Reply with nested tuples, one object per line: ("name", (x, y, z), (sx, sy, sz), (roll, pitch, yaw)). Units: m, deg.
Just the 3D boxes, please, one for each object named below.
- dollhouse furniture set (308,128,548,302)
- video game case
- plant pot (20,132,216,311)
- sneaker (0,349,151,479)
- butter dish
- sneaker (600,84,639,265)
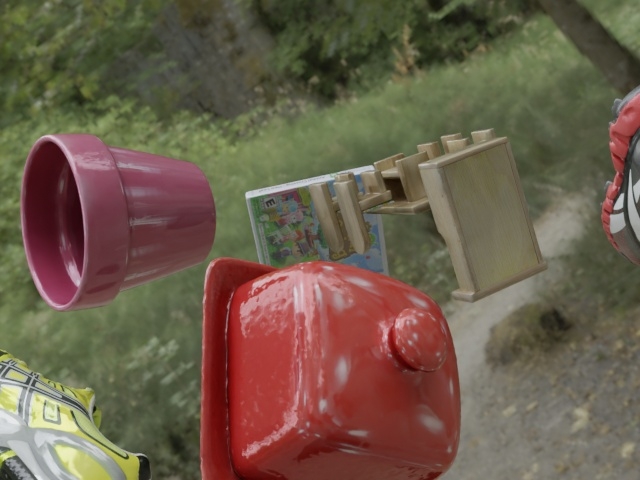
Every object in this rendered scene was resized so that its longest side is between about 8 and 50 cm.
("dollhouse furniture set", (0.142, -0.027, 1.249), (0.212, 0.161, 0.242), (-21, 10, -21))
("video game case", (0.000, 0.000, 1.551), (0.193, 0.212, 0.023), (-12, 34, -4))
("plant pot", (-0.230, -0.025, 1.204), (0.180, 0.201, 0.201), (-5, -16, -35))
("sneaker", (-0.343, 0.213, 1.188), (0.147, 0.384, 0.145), (-18, -46, -38))
("butter dish", (0.024, 0.074, 0.574), (0.118, 0.160, 0.160), (-38, 44, 43))
("sneaker", (0.373, -0.042, 1.108), (0.097, 0.135, 0.276), (-25, -38, -7))
